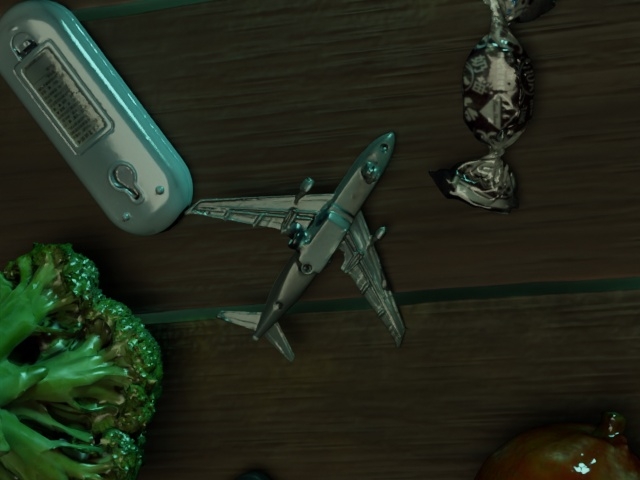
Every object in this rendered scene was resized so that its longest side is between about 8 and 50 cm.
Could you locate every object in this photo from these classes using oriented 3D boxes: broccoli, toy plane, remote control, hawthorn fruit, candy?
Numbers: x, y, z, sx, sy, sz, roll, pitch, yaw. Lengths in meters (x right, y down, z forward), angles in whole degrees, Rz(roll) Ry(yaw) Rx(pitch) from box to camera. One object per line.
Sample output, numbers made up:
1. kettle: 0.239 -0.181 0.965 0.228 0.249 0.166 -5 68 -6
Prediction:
1. broccoli: -0.264 0.144 1.183 0.254 0.269 0.269 -43 88 6
2. toy plane: -0.001 0.002 1.189 0.226 0.058 0.226 32 109 -10
3. remote control: -0.207 -0.109 1.228 0.087 0.047 0.244 -37 92 16
4. hawthorn fruit: 0.201 0.226 1.129 0.169 0.169 0.188 17 107 12
5. candy: 0.141 -0.135 1.126 0.094 0.051 0.226 8 102 25

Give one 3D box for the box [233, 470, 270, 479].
1. box: -0.100 0.336 1.292 0.230 0.050 0.160 -37 91 20
